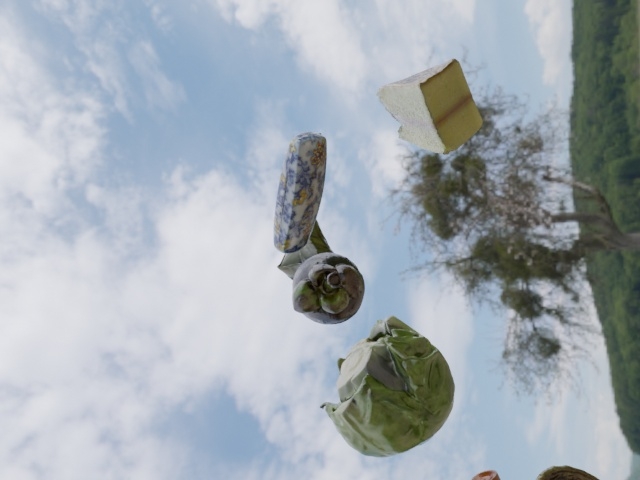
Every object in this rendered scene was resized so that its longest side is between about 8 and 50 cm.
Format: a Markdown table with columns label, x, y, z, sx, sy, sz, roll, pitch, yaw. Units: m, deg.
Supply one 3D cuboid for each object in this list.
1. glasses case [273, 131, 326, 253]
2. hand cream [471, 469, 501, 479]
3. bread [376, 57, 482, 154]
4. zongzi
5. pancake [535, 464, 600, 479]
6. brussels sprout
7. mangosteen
| label | x | y | z | sx | sy | sz | roll | pitch | yaw |
| --- | --- | --- | --- | --- | --- | --- | --- | --- | --- |
| glasses case | -0.039 | -0.088 | 1.229 | 0.087 | 0.065 | 0.248 | -24 | -46 | -43 |
| hand cream | 0.555 | 0.850 | 1.916 | 0.089 | 0.139 | 0.314 | -19 | -92 | -51 |
| bread | 0.289 | -0.389 | 2.022 | 0.245 | 0.361 | 0.233 | -40 | -69 | -34 |
| zongzi | 0.001 | -0.002 | 1.728 | 0.094 | 0.204 | 0.205 | 42 | -130 | -42 |
| pancake | 0.592 | 0.616 | 1.479 | 0.235 | 0.212 | 0.029 | -34 | -31 | -47 |
| brussels sprout | 0.245 | 0.501 | 2.112 | 0.361 | 0.425 | 0.342 | 35 | -174 | -13 |
| mangosteen | 0.009 | 0.105 | 1.413 | 0.184 | 0.172 | 0.173 | 1 | -93 | -56 |
